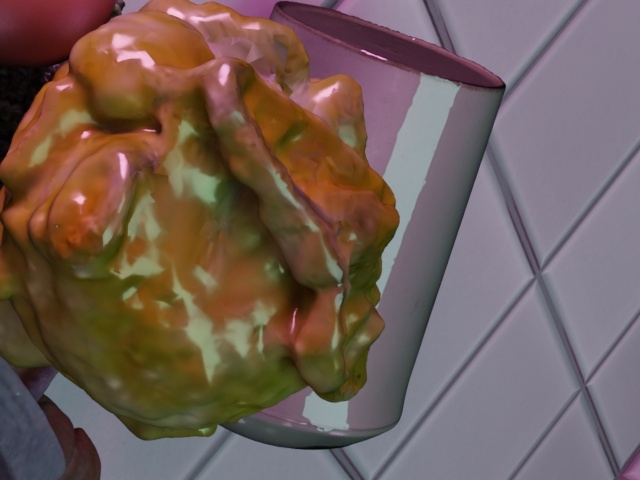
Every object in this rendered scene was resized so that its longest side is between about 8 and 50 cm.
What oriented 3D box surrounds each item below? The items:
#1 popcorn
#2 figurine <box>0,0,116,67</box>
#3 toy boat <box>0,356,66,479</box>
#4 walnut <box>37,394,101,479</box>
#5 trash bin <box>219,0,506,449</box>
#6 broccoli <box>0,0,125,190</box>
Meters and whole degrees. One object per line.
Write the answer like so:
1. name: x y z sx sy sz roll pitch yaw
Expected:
1. popcorn: -0.089 -0.018 1.209 0.312 0.312 0.312 -35 143 -33
2. figurine: -0.230 -0.337 1.184 0.248 0.277 0.388 -56 163 -55
3. toy boat: -0.294 0.058 1.539 0.276 0.111 0.293 40 53 -37
4. walnut: -0.320 0.241 1.644 0.230 0.178 0.178 -43 147 -15
5. trash bin: 0.000 0.000 1.776 0.280 0.280 0.432 -2 116 -54
6. broccoli: -0.263 -0.116 1.415 0.288 0.248 0.245 -55 -173 -23
